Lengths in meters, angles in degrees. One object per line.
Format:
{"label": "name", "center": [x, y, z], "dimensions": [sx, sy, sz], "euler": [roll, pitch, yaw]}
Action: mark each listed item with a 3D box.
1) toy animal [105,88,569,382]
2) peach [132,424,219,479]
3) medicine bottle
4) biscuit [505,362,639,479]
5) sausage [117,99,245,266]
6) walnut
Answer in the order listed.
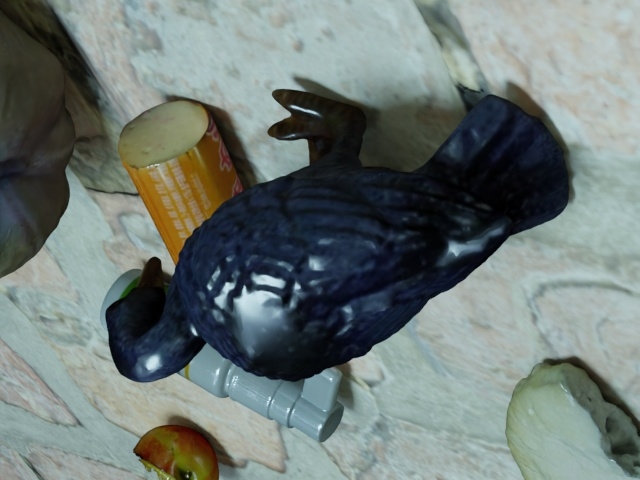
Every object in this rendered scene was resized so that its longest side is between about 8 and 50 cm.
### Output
{"label": "toy animal", "center": [0.000, 0.000, 0.943], "dimensions": [0.298, 0.185, 0.122], "euler": [-9, 123, 33]}
{"label": "peach", "center": [-0.135, 0.216, 1.569], "dimensions": [0.098, 0.061, 0.098], "euler": [36, 169, 8]}
{"label": "medicine bottle", "center": [-0.078, 0.085, 1.309], "dimensions": [0.221, 0.061, 0.092], "euler": [29, 132, 21]}
{"label": "biscuit", "center": [0.213, 0.182, 1.095], "dimensions": [0.188, 0.040, 0.265], "euler": [7, 138, 51]}
{"label": "sausage", "center": [-0.074, 0.006, 1.168], "dimensions": [0.071, 0.071, 0.234], "euler": [19, 146, 37]}
{"label": "walnut", "center": [-0.306, -0.074, 1.179], "dimensions": [0.248, 0.248, 0.248], "euler": [31, 151, 19]}
